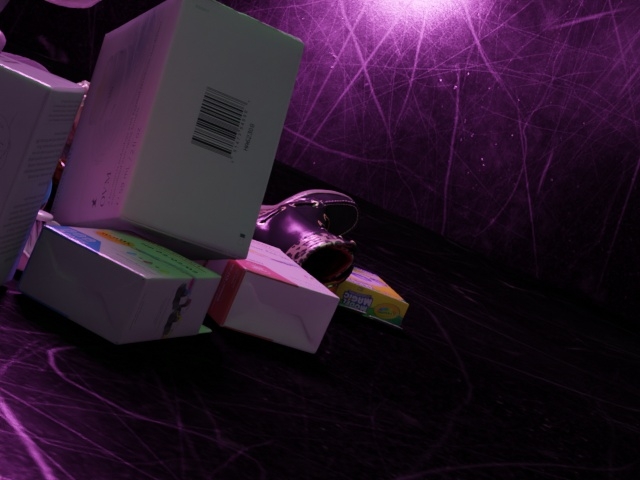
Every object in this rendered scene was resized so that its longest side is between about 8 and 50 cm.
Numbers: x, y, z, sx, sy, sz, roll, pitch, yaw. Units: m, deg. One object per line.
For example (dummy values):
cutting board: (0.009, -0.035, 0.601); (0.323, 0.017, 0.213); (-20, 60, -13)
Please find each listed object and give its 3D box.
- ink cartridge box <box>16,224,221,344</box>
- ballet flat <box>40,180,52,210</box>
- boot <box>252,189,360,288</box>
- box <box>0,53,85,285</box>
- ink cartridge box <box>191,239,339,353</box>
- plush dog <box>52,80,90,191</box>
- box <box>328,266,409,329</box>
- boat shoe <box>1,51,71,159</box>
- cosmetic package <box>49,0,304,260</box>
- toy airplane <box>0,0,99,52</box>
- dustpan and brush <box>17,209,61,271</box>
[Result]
ink cartridge box: (-0.159, 0.036, 0.949); (0.104, 0.061, 0.181); (26, 7, 17)
ballet flat: (-0.330, -0.088, 1.202); (0.086, 0.086, 0.248); (22, 29, -12)
boot: (-0.001, 0.002, 1.463); (0.236, 0.085, 0.178); (-10, 24, -39)
box: (-0.277, -0.062, 0.840); (0.130, 0.170, 0.091); (24, 8, 1)
ink cartridge box: (-0.079, 0.040, 1.163); (0.115, 0.067, 0.198); (19, 8, -30)
plush dog: (-0.214, -0.082, 1.363); (0.262, 0.211, 0.225); (-5, 25, -3)
box: (0.048, 0.068, 1.489); (0.105, 0.043, 0.179); (21, 9, -18)
boat shoe: (-0.411, -0.189, 1.540); (0.320, 0.103, 0.118); (27, 13, 20)
cosmetic package: (-0.152, -0.103, 1.112); (0.138, 0.224, 0.224); (20, -12, -27)
toy airplane: (-0.410, -0.236, 1.224); (0.384, 0.272, 0.386); (-16, 2, 25)
dustpan and brush: (-0.314, -0.040, 1.004); (0.211, 0.060, 0.147); (24, 7, -2)
